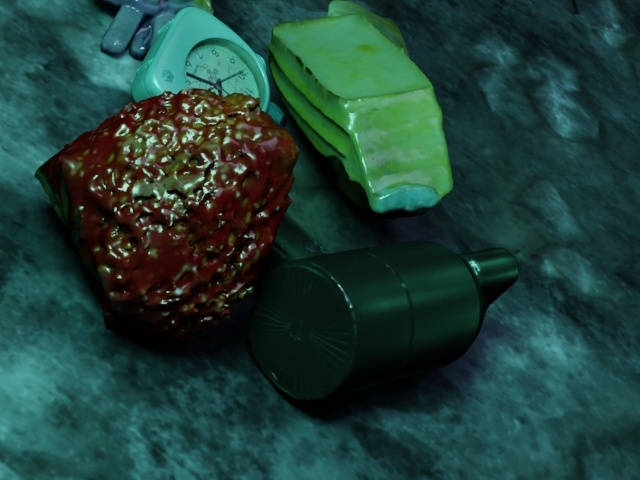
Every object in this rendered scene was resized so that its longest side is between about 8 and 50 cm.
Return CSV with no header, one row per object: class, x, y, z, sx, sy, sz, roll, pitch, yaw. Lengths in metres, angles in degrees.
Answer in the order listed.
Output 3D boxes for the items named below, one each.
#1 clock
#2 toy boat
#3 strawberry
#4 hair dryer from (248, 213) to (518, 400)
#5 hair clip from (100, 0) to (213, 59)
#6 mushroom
clock,-0.091,-0.132,1.791,0.147,0.045,0.108,37,55,-18
toy boat,0.032,-0.128,1.769,0.111,0.084,0.276,-11,35,-16
strawberry,-0.106,-0.031,1.540,0.184,0.201,0.187,52,11,-21
hair dryer,0.000,0.000,1.694,0.302,0.116,0.244,44,30,26
hair clip,-0.157,-0.272,1.893,0.137,0.090,0.278,22,35,-14
mushroom,0.048,-0.124,1.909,0.100,0.081,0.312,25,30,-22
